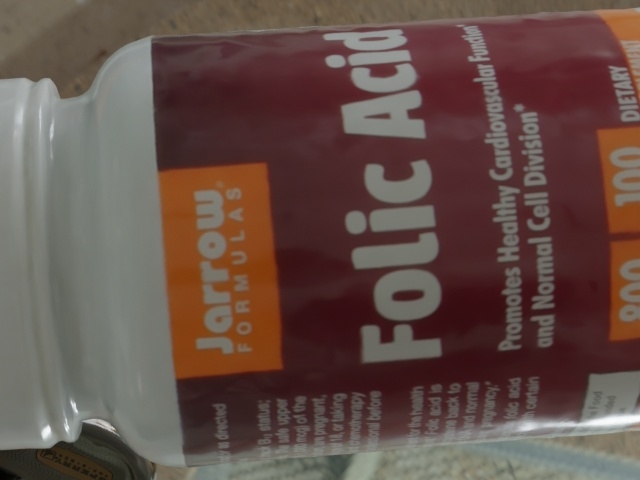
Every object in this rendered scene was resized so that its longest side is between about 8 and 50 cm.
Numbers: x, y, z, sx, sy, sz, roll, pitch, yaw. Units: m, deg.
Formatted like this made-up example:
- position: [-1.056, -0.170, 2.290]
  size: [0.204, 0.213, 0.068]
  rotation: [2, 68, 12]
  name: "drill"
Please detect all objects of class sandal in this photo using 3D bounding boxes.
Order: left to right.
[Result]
- position: [-0.207, 0.124, 0.976]
  size: [0.219, 0.090, 0.060]
  rotation: [25, -143, -10]
  name: "sandal"

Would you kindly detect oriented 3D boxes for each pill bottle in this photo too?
- position: [0.000, 0.000, 0.835]
  size: [0.392, 0.224, 0.224]
  rotation: [-4, -110, -4]
  name: "pill bottle"
